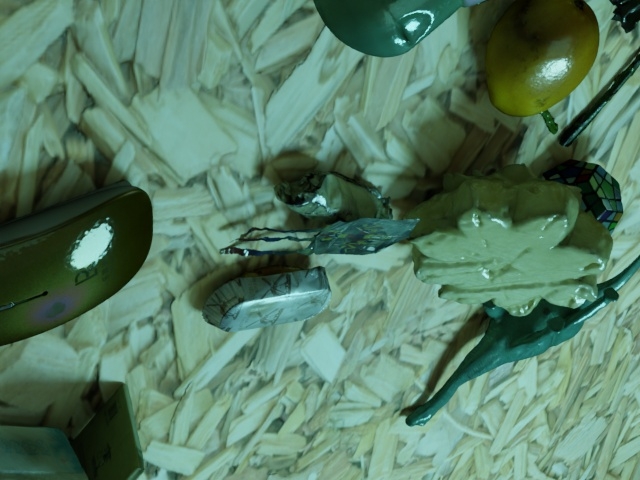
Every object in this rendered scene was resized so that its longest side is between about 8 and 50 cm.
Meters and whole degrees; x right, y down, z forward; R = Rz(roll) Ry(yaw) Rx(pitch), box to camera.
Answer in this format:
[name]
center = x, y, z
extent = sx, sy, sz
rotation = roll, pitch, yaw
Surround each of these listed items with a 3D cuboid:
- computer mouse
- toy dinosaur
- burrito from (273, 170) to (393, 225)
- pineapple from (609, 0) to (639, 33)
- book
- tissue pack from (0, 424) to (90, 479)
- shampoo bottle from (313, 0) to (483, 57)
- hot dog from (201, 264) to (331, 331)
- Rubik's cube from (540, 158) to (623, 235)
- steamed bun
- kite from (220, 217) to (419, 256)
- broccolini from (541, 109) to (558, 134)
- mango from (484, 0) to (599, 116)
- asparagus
[computer mouse]
center = -0.318, 0.035, 1.642
extent = 0.310, 0.072, 0.158
rotation = -21, 143, -23
[toy dinosaur]
center = 0.331, 0.159, 2.435
extent = 0.383, 0.129, 0.331
rotation = -21, 155, -27
[burrito]
center = 0.021, -0.046, 1.885
extent = 0.063, 0.058, 0.229
rotation = -44, 146, 21
[pineapple]
center = 0.490, -0.363, 1.877
extent = 0.310, 0.141, 0.170
rotation = -21, 150, -12
[book]
center = -0.295, 0.297, 1.919
extent = 0.013, 0.168, 0.192
rotation = 31, 110, -31
[tissue pack]
center = -0.442, 0.317, 1.829
extent = 0.201, 0.124, 0.271
rotation = -51, 147, 19
[shampoo bottle]
center = 0.143, -0.330, 1.550
extent = 0.349, 0.151, 0.222
rotation = -38, 150, 3
[hot dog]
center = -0.069, 0.075, 1.955
extent = 0.192, 0.053, 0.099
rotation = -10, 138, -33
[Rubik's cube]
center = 0.369, -0.051, 2.164
extent = 0.133, 0.133, 0.111
rotation = -25, 118, -19
[steamed bun]
center = 0.253, -0.018, 2.041
extent = 0.296, 0.137, 0.292
rotation = 15, 151, -9
[kite]
center = 0.000, -0.001, 1.889
extent = 0.245, 0.015, 0.141
rotation = -3, 159, -24
[broccolini]
center = 0.301, -0.172, 2.017
extent = 0.030, 0.035, 0.140
rotation = -36, 150, 5
[mango]
center = 0.266, -0.224, 1.853
extent = 0.145, 0.112, 0.219
rotation = -21, 159, -16
[asparagus]
center = 0.414, -0.216, 2.084
extent = 0.023, 0.022, 0.233
rotation = 38, 110, -12
